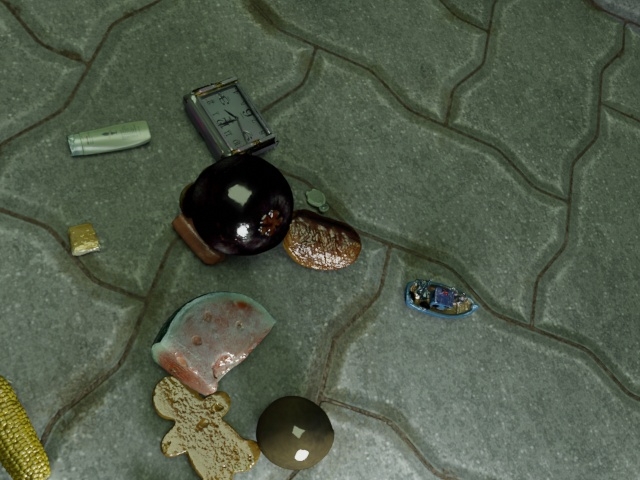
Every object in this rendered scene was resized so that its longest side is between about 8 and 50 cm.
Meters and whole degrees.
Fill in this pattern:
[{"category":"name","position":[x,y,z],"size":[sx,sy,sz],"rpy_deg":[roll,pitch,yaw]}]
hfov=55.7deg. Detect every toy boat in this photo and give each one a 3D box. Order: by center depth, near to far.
[{"category":"toy boat","position":[0.345,0.165,1.713],"size":[0.223,0.097,0.100],"rpy_deg":[13,68,-12]}]

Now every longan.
[{"category":"longan","position":[-0.058,0.453,1.430],"size":[0.187,0.167,0.168],"rpy_deg":[21,61,-33]}]

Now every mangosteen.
[{"category":"mangosteen","position":[-0.221,-0.101,1.548],"size":[0.302,0.275,0.275],"rpy_deg":[26,55,37]}]

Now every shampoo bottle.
[{"category":"shampoo bottle","position":[-0.563,-0.272,1.617],"size":[0.212,0.049,0.072],"rpy_deg":[-16,78,-23]}]

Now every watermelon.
[{"category":"watermelon","position":[-0.260,0.250,1.455],"size":[0.318,0.148,0.226],"rpy_deg":[-4,72,-40]}]

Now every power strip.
[{"category":"power strip","position":[-0.008,-0.111,1.751],"size":[0.055,0.035,0.083],"rpy_deg":[-27,66,-26]}]

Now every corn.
[{"category":"corn","position":[-0.660,0.403,1.285],"size":[0.091,0.091,0.260],"rpy_deg":[-33,82,-18]}]

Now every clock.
[{"category":"clock","position":[-0.254,-0.334,1.726],"size":[0.186,0.083,0.253],"rpy_deg":[-28,79,-26]}]

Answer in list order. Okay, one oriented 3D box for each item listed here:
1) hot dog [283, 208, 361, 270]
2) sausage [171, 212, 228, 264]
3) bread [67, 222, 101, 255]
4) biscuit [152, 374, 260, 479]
[{"category":"hot dog","position":[0.001,-0.003,1.665],"size":[0.226,0.099,0.161],"rpy_deg":[19,64,-11]},{"category":"sausage","position":[-0.313,0.002,1.583],"size":[0.065,0.065,0.169],"rpy_deg":[-39,85,-27]},{"category":"bread","position":[-0.590,-0.004,1.507],"size":[0.070,0.035,0.083],"rpy_deg":[-18,69,-24]},{"category":"biscuit","position":[-0.280,0.443,1.417],"size":[0.196,0.049,0.302],"rpy_deg":[-38,84,-34]}]
